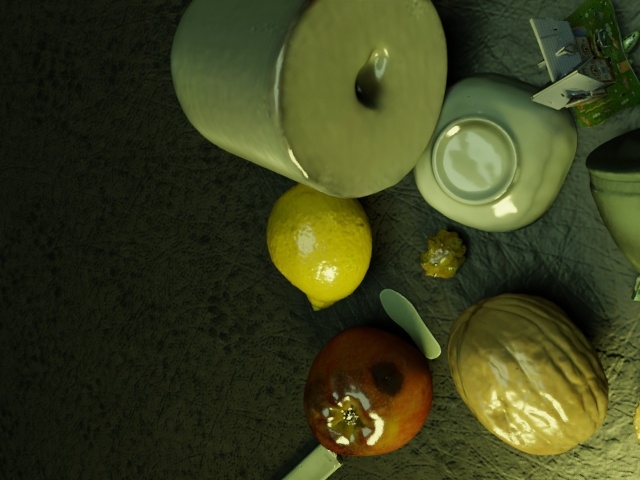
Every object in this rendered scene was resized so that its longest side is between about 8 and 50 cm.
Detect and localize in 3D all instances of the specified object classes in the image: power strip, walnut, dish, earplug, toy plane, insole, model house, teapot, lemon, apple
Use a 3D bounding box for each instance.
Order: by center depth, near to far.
[{"bbox_3d":[0.481,-0.021,0.855,0.239,0.321,0.239,-18,104,9],"label":"teapot"},{"bbox_3d":[0.346,-0.241,0.963,0.117,0.088,0.167,-24,80,58],"label":"model house"},{"bbox_3d":[0.408,-0.253,0.984,0.102,0.040,0.111,48,140,10],"label":"toy plane"},{"bbox_3d":[0.311,0.204,1.065,0.225,0.225,0.261,-39,87,32],"label":"walnut"},{"bbox_3d":[0.249,-0.127,1.069,0.256,0.117,0.256,8,106,28],"label":"dish"},{"bbox_3d":[-0.052,-0.262,1.071,0.394,0.312,0.313,25,116,45],"label":"earplug"},{"bbox_3d":[0.000,0.000,1.209,0.186,0.187,0.244,-2,101,31],"label":"lemon"},{"bbox_3d":[0.077,0.269,1.217,0.230,0.230,0.230,8,107,28],"label":"apple"},{"bbox_3d":[0.160,0.148,1.259,0.053,0.002,0.153,-41,81,31],"label":"insole"},{"bbox_3d":[-0.039,0.495,1.451,0.060,0.027,0.253,47,121,11],"label":"power strip"}]

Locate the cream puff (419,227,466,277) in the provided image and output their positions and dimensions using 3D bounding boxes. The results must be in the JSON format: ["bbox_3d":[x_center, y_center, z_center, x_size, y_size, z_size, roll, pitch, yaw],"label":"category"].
[{"bbox_3d":[0.203,0.025,1.169,0.083,0.058,0.083,-26,91,31],"label":"cream puff"}]

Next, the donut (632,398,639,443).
[{"bbox_3d":[0.559,0.268,1.017,0.190,0.074,0.174,5,107,33],"label":"donut"}]

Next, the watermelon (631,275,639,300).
[{"bbox_3d":[0.479,0.054,1.019,0.085,0.085,0.061,-31,52,32],"label":"watermelon"}]
